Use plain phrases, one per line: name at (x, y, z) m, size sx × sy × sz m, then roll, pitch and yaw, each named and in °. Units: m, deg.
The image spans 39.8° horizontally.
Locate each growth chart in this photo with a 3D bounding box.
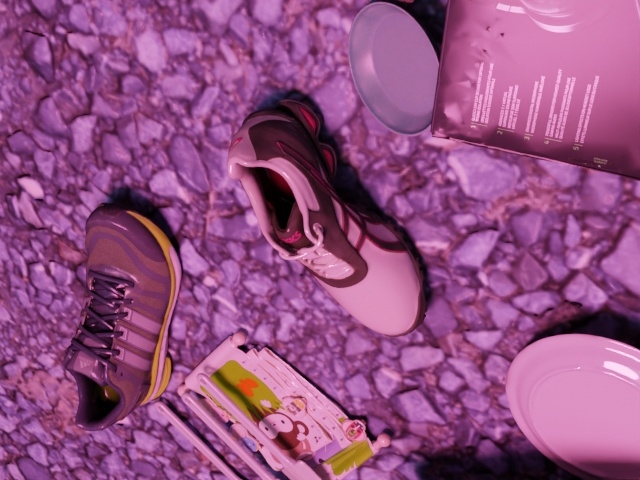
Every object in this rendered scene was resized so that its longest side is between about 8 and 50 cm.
growth chart at (-0.051, 0.210, 1.058) m, size 0.237 × 0.021 × 0.172 m, roll 36°, pitch 127°, yaw 2°

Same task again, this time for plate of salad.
plate of salad at (0.278, 0.165, 0.860) m, size 0.199 × 0.048 × 0.200 m, roll 20°, pitch 132°, yaw 24°

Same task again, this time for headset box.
headset box at (0.224, -0.182, 0.636) m, size 0.283 × 0.131 × 0.246 m, roll 14°, pitch 123°, yaw 17°

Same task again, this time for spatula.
spatula at (-0.097, 0.269, 1.095) m, size 0.242 × 0.019 × 0.168 m, roll 45°, pitch 138°, yaw -9°

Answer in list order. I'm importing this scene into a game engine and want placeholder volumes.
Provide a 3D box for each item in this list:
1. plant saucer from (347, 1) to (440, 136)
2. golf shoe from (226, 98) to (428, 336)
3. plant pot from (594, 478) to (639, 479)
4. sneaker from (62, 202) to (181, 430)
plant saucer at (0.070, -0.150, 0.767) m, size 0.119 × 0.021 × 0.119 m, roll 37°, pitch 141°, yaw 37°
golf shoe at (0.000, 0.000, 0.852) m, size 0.105 × 0.120 × 0.273 m, roll -28°, pitch 106°, yaw 32°
plant pot at (0.218, 0.363, 0.850) m, size 0.280 × 0.323 × 0.323 m, roll -30°, pitch 103°, yaw 30°
sneaker at (-0.232, 0.097, 1.008) m, size 0.111 × 0.121 × 0.300 m, roll 14°, pitch 123°, yaw 16°
